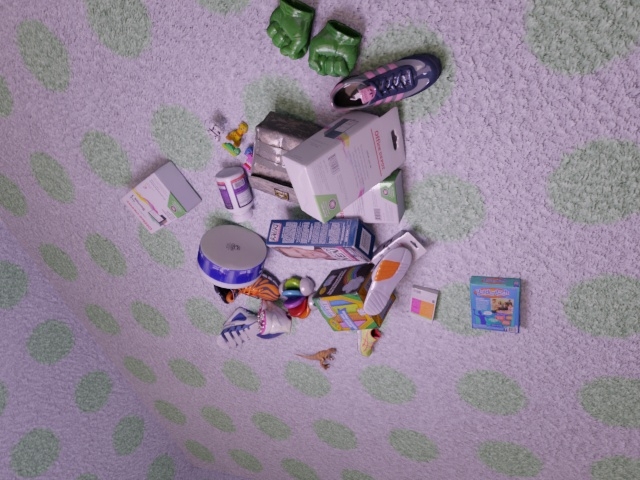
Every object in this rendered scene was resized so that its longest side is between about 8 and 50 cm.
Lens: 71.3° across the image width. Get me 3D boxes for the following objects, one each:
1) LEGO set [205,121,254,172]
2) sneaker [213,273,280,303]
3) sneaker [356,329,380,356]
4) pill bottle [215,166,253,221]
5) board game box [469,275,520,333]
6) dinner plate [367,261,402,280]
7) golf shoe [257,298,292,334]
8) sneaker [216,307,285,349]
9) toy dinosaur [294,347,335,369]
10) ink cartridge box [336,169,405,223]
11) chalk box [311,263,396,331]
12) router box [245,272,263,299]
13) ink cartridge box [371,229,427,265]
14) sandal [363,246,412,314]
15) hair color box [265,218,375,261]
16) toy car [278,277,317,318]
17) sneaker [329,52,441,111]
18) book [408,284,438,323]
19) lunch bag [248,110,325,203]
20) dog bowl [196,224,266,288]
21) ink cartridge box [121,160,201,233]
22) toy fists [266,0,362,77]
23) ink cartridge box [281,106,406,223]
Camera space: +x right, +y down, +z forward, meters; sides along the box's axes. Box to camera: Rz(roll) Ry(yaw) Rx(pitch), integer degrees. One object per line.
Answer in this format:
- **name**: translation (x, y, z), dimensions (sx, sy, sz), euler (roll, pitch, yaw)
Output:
- **LEGO set**: translation (-0.278, -0.348, 1.552), dimensions (0.227, 0.087, 0.093), euler (41, 129, 2)
- **sneaker**: translation (-0.316, 0.205, 1.838), dimensions (0.321, 0.180, 0.124), euler (29, 124, -18)
- **sneaker**: translation (0.206, 0.412, 1.870), dimensions (0.094, 0.081, 0.208), euler (5, 125, 21)
- **pill bottle**: translation (-0.318, -0.171, 1.683), dimensions (0.108, 0.108, 0.193), euler (3, 124, 25)
- **board game box**: translation (0.607, 0.223, 1.550), dimensions (0.160, 0.047, 0.210), euler (3, 125, 25)
- **dinner plate**: translation (0.245, 0.112, 1.670), dimensions (0.141, 0.017, 0.141), euler (14, 129, 18)
- **golf shoe**: translation (-0.198, 0.326, 1.908), dimensions (0.140, 0.306, 0.115), euler (8, 101, -12)
- **sneaker**: translation (-0.328, 0.381, 2.089), dimensions (0.316, 0.182, 0.127), euler (-14, 123, 1)
- **toy dinosaur**: translation (-0.003, 0.551, 2.102), dimensions (0.211, 0.064, 0.112), euler (-22, 94, 27)
- **ink cartridge box**: translation (0.157, -0.146, 1.472), dimensions (0.219, 0.092, 0.160), euler (5, 127, 24)
- **chalk box**: translation (0.104, 0.224, 1.709), dimensions (0.289, 0.180, 0.179), euler (-14, 117, 42)
- **router box**: translation (-0.344, 0.178, 1.994), dimensions (0.179, 0.046, 0.133), euler (18, 129, 13)
- **ink cartridge box**: translation (0.277, 0.040, 1.562), dimensions (0.104, 0.060, 0.180), euler (44, 122, -8)
- **sandal**: translation (0.213, 0.129, 1.536), dimensions (0.102, 0.076, 0.265), euler (22, 105, -18)
- **hair color box**: translation (0.000, 0.000, 1.593), dimensions (0.347, 0.105, 0.174), euler (2, 161, 29)
- **toy car**: translation (-0.098, 0.248, 1.862), dimensions (0.159, 0.136, 0.182), euler (-10, 119, 32)
- **sneaker**: translation (0.171, -0.421, 1.237), dimensions (0.319, 0.131, 0.112), euler (-9, 119, 31)
- **book**: translation (0.387, 0.239, 1.684), dimensions (0.096, 0.035, 0.144), euler (15, 129, 21)
- **lunch bag**: translation (-0.102, -0.244, 1.473), dimensions (0.235, 0.169, 0.287), euler (18, 130, 4)
- **dog bowl**: translation (-0.349, 0.060, 1.765), dimensions (0.265, 0.265, 0.104), euler (26, 129, 7)
- **ink cartridge box**: translation (-0.662, -0.170, 1.850), dimensions (0.278, 0.117, 0.201), euler (-22, 111, 37)
- **toy fists**: translation (-0.025, -0.559, 1.259), dimensions (0.279, 0.096, 0.142), euler (28, 132, 3)
- **ink cartridge box**: translation (0.081, -0.241, 1.318), dimensions (0.119, 0.353, 0.207), euler (33, 152, 44)
